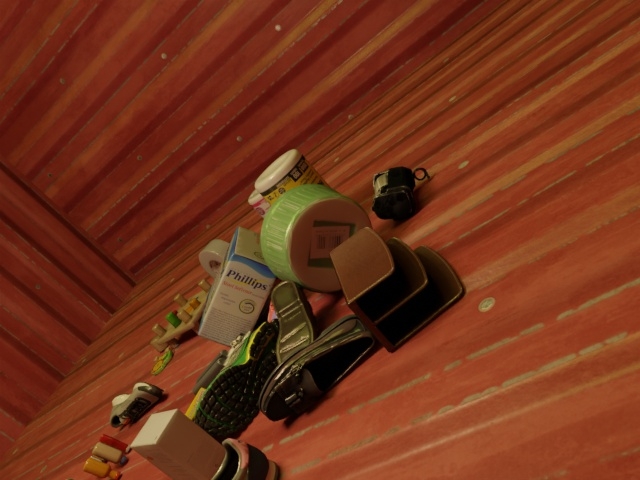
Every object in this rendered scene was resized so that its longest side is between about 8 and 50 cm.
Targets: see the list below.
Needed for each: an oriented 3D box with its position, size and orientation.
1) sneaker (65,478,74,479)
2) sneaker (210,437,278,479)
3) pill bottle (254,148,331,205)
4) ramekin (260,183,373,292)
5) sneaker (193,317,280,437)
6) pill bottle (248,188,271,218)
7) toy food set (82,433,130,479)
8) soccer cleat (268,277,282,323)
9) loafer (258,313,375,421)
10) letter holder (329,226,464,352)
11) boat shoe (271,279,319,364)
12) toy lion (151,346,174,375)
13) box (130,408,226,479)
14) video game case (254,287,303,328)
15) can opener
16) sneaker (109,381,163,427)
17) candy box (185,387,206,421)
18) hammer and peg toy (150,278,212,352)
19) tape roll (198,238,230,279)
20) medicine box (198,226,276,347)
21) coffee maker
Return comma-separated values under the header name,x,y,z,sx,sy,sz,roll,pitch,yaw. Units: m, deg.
name,x,y,z,sx,sy,sz,roll,pitch,yaw
sneaker,-0.816,0.833,1.676,0.076,0.065,0.166,-12,34,28
sneaker,-0.205,0.518,0.973,0.112,0.131,0.319,-24,25,43
pill bottle,-0.041,-0.121,1.758,0.188,0.334,0.188,-38,19,15
ramekin,0.000,0.000,1.476,0.303,0.303,0.148,-46,25,-11
sneaker,-0.199,0.360,1.371,0.343,0.134,0.146,-49,7,-36
pill bottle,-0.111,-0.094,1.923,0.160,0.283,0.160,-38,18,15
toy food set,-0.661,0.680,1.669,0.111,0.105,0.232,-67,9,-24
soccer cleat,-0.122,0.170,1.584,0.083,0.095,0.248,-19,29,17
loafer,-0.007,0.281,1.152,0.302,0.109,0.095,-42,22,-7
letter holder,0.163,0.068,1.202,0.214,0.152,0.302,-38,18,7
boat shoe,-0.045,0.234,1.339,0.111,0.104,0.307,-27,42,16
toy lion,-0.627,0.483,2.105,0.100,0.034,0.096,-40,25,7
box,-0.327,0.484,1.239,0.130,0.170,0.091,-24,25,42
video game case,-0.161,0.205,1.767,0.274,0.026,0.196,-29,23,38
can opener,-0.273,0.367,1.557,0.280,0.093,0.074,-44,14,23
sneaker,-0.635,0.570,1.839,0.271,0.100,0.108,-35,33,31
candy box,-0.337,0.473,1.374,0.105,0.027,0.206,-66,0,-47
hammer and peg toy,-0.578,0.315,2.220,0.361,0.127,0.266,-29,22,36
tape roll,-0.385,0.098,2.165,0.219,0.219,0.072,-20,29,50
medicine box,-0.251,0.142,1.665,0.263,0.149,0.289,-106,40,-70
coffee maker,0.238,-0.150,1.590,0.171,0.120,0.178,-35,20,20
